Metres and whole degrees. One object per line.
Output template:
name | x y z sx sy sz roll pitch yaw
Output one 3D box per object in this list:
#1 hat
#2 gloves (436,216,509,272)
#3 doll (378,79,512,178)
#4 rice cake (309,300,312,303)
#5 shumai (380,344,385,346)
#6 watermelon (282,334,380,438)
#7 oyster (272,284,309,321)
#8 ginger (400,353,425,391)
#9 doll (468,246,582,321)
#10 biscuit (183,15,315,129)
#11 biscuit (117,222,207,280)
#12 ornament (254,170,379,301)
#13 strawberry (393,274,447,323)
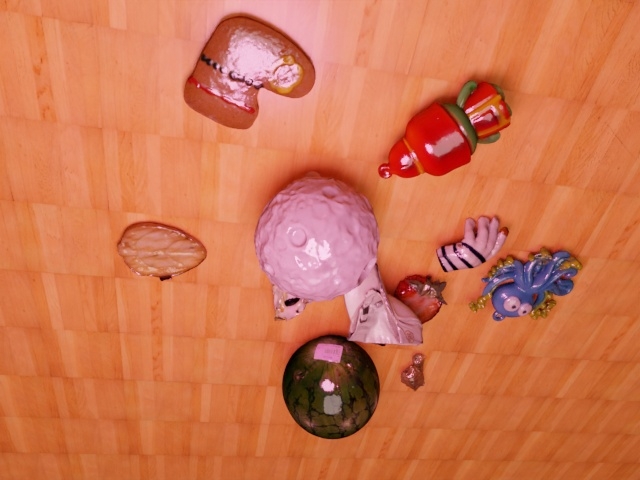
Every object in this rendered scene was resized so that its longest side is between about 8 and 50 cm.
hat | 0.198 0.203 1.530 0.168 0.258 0.301 -14 91 -36
gloves | 0.474 0.020 1.496 0.218 0.131 0.140 -20 128 20
doll | 0.311 -0.260 1.252 0.363 0.160 0.182 -29 125 15
rice cake | 0.025 0.156 1.603 0.180 0.030 0.042 -32 114 16
shumai | 0.181 0.319 1.717 0.123 0.105 0.139 1 130 50
watermelon | 0.035 0.506 1.679 0.363 0.363 0.363 -3 126 -4
oyster | -0.089 0.172 1.588 0.133 0.072 0.209 1 106 1
ginger | 0.356 0.505 1.874 0.096 0.067 0.165 -6 113 -2
doll | 0.710 0.164 1.640 0.346 0.099 0.341 21 123 -23
biscuit | -0.171 -0.381 1.180 0.262 0.052 0.277 30 118 -24
biscuit | -0.474 0.033 1.459 0.260 0.041 0.203 3 122 -9
ornament | 0.000 0.000 1.292 0.337 0.337 0.337 -3 126 -4
strawberry | 0.318 0.213 1.631 0.174 0.098 0.228 14 126 -3
